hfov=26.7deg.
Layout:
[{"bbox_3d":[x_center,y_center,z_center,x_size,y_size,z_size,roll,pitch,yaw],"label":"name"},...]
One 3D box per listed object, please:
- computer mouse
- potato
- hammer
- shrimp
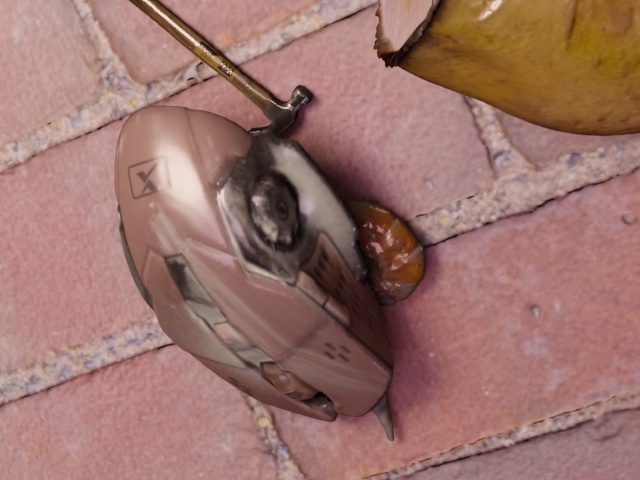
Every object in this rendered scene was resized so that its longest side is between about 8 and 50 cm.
[{"bbox_3d":[-0.054,0.055,1.136,0.199,0.115,0.389,-13,121,39],"label":"computer mouse"},{"bbox_3d":[0.193,-0.182,0.973,0.266,0.229,0.229,18,115,-8],"label":"potato"},{"bbox_3d":[-0.094,-0.155,1.150,0.182,0.017,0.062,38,115,1],"label":"hammer"},{"bbox_3d":[0.000,0.000,1.168,0.190,0.042,0.101,21,121,6],"label":"shrimp"}]
